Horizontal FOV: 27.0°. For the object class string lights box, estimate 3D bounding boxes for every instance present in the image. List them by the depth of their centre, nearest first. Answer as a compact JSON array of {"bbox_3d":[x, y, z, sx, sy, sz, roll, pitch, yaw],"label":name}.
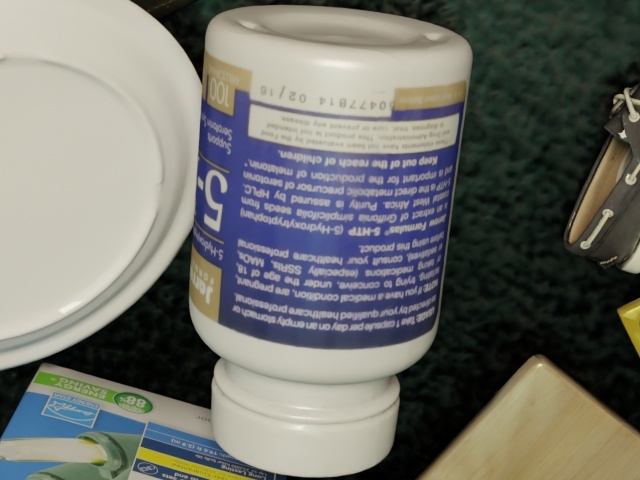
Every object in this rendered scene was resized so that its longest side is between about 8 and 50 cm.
[{"bbox_3d":[-0.089,0.153,0.551,0.133,0.260,0.077,16,108,-4],"label":"string lights box"}]

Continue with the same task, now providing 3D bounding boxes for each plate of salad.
[{"bbox_3d":[-0.142,-0.026,0.570,0.199,0.048,0.200,-16,130,-20],"label":"plate of salad"}]

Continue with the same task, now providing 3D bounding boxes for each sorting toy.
[{"bbox_3d":[0.115,0.128,0.648,0.132,0.046,0.274,37,106,-10],"label":"sorting toy"}]

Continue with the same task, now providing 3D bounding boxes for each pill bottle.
[{"bbox_3d":[0.000,0.000,0.574,0.112,0.112,0.187,5,108,0],"label":"pill bottle"}]

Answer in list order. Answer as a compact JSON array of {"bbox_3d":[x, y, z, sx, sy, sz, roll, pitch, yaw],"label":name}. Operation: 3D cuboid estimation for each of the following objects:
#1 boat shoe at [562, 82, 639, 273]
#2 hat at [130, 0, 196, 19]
[{"bbox_3d":[0.143,-0.045,0.592,0.038,0.046,0.125,13,117,-8],"label":"boat shoe"},{"bbox_3d":[-0.148,-0.186,0.485,0.331,0.331,0.134,-9,66,5],"label":"hat"}]
